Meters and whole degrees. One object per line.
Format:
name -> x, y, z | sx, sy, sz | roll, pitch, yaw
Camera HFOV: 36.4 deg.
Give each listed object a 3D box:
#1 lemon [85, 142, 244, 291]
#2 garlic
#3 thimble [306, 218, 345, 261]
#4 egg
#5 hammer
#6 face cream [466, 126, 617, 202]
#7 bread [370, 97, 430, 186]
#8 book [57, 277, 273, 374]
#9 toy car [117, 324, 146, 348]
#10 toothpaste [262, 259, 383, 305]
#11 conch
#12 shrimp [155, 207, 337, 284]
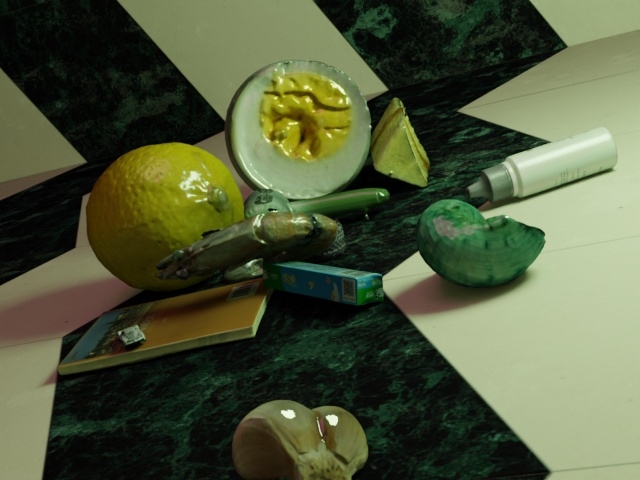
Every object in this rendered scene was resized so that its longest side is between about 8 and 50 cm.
lemon -> -0.322, -0.047, 2.026 | 0.336, 0.336, 0.336 | -15, 17, 5
garlic -> -0.019, 0.247, 1.138 | 0.174, 0.124, 0.099 | 4, -17, -42
thimble -> 0.002, 0.000, 1.987 | 0.104, 0.066, 0.095 | -4, 22, 28
egg -> -0.058, -0.261, 2.422 | 0.355, 0.354, 0.340 | -17, 2, -2
hammer -> -0.011, -0.064, 2.150 | 0.336, 0.119, 0.206 | -10, 17, 0
face cream -> 0.444, -0.144, 1.979 | 0.311, 0.092, 0.092 | -19, 17, -6
bread -> 0.189, -0.233, 2.345 | 0.142, 0.178, 0.266 | -9, 21, 3
book -> -0.277, 0.153, 1.820 | 0.374, 0.028, 0.262 | -13, 17, 11
toy car -> -0.340, 0.169, 1.738 | 0.041, 0.025, 0.093 | -20, 18, -18
toothpaste -> 0.000, 0.072, 1.738 | 0.065, 0.050, 0.267 | -9, 11, -39
conch -> 0.249, 0.010, 1.614 | 0.196, 0.134, 0.202 | 22, 2, -15
shrimp -> -0.139, 0.027, 1.864 | 0.360, 0.085, 0.247 | -15, -22, -1
